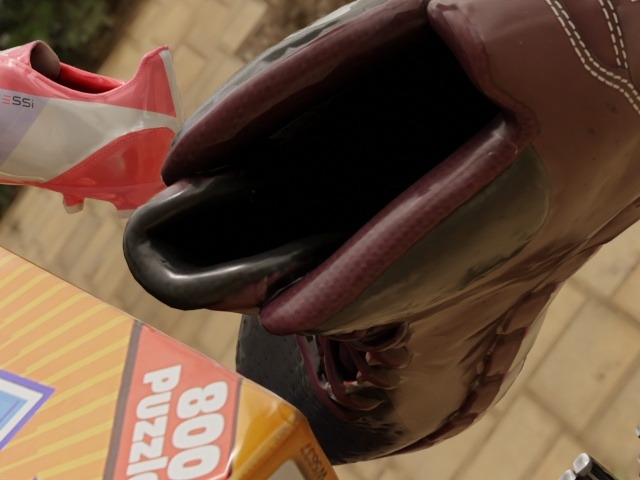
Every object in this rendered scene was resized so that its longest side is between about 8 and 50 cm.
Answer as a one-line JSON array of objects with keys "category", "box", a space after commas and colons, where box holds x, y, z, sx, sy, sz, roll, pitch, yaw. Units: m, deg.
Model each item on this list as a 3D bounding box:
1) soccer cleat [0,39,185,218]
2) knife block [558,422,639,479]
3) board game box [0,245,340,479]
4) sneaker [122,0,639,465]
[{"category": "soccer cleat", "box": [-0.194, -0.071, 1.014, 0.083, 0.248, 0.095, -50, -35, -72]}, {"category": "knife block", "box": [0.270, 0.262, 1.230, 0.088, 0.242, 0.276, -55, -37, -74]}, {"category": "board game box", "box": [-0.166, 0.236, 0.633, 0.356, 0.356, 0.356, -44, 39, -21]}, {"category": "sneaker", "box": [0.000, 0.000, 0.507, 0.162, 0.106, 0.281, -21, -20, -37]}]
